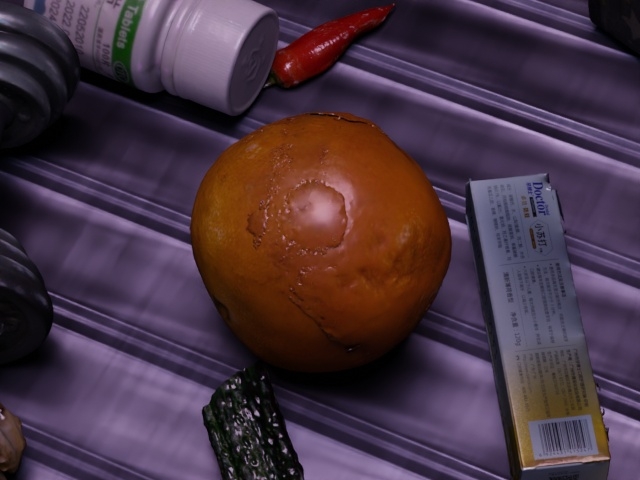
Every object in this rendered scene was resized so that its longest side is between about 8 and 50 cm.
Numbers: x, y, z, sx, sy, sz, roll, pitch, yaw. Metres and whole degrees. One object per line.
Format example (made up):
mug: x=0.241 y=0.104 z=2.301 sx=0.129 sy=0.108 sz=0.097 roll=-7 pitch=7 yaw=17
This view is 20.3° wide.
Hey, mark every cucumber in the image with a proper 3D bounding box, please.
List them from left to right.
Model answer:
cucumber: x=-0.040 y=0.229 z=1.555 sx=0.077 sy=0.077 sz=0.265 roll=-17 pitch=58 yaw=-9

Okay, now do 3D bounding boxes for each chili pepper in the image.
chili pepper: x=0.011 y=-0.207 z=1.865 sx=0.178 sy=0.027 sz=0.045 roll=-30 pitch=60 yaw=-19

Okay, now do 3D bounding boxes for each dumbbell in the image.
dumbbell: x=-0.326 y=-0.056 z=1.688 sx=0.179 sy=0.179 sz=0.406 roll=0 pitch=57 yaw=2

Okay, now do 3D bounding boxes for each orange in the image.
orange: x=0.000 y=0.000 z=1.606 sx=0.240 sy=0.240 sz=0.240 roll=-1 pitch=57 yaw=1

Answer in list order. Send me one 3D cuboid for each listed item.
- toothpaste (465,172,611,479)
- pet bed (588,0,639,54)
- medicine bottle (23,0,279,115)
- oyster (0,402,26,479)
toothpaste: x=0.196 y=0.080 z=1.648 sx=0.089 sy=0.071 sz=0.313 roll=-7 pitch=57 yaw=0
pet bed: x=0.395 y=-0.283 z=1.809 sx=0.211 sy=0.183 sz=0.159 roll=-39 pitch=62 yaw=-21
medicine bottle: x=-0.170 y=-0.219 z=1.814 sx=0.237 sy=0.139 sz=0.139 roll=23 pitch=61 yaw=17
oyster: x=-0.428 y=0.163 z=1.570 sx=0.337 sy=0.133 sz=0.198 roll=2 pitch=77 yaw=-4
